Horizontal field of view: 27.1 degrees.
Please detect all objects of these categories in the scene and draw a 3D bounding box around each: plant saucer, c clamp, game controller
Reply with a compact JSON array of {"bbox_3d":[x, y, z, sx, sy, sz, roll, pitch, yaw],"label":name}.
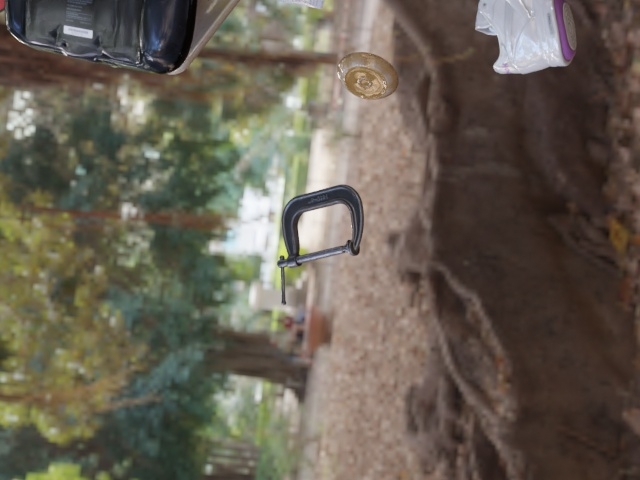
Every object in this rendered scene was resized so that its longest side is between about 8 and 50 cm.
[{"bbox_3d":[0.060,-0.211,1.739,0.083,0.083,0.015,100,-172,-53],"label":"plant saucer"},{"bbox_3d":[0.000,0.000,1.752,0.160,0.022,0.137,-21,73,38],"label":"c clamp"},{"bbox_3d":[-0.223,-0.261,1.316,0.319,0.067,0.166,18,114,47],"label":"game controller"}]

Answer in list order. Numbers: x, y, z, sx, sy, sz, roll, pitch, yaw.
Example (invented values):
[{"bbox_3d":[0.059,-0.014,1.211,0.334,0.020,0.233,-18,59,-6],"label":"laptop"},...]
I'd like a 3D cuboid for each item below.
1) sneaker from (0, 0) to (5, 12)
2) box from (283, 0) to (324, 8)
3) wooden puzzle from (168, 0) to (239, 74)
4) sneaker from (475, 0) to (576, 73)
[{"bbox_3d":[-0.525,-0.362,1.686,0.135,0.276,0.097,62,-139,-68],"label":"sneaker"},{"bbox_3d":[-0.026,-0.364,1.658,0.102,0.087,0.101,104,177,-58],"label":"box"},{"bbox_3d":[-0.261,-0.479,2.047,0.322,0.348,0.080,-56,14,-23],"label":"wooden puzzle"},{"bbox_3d":[0.294,-0.401,2.041,0.114,0.152,0.305,16,-117,-59],"label":"sneaker"}]
